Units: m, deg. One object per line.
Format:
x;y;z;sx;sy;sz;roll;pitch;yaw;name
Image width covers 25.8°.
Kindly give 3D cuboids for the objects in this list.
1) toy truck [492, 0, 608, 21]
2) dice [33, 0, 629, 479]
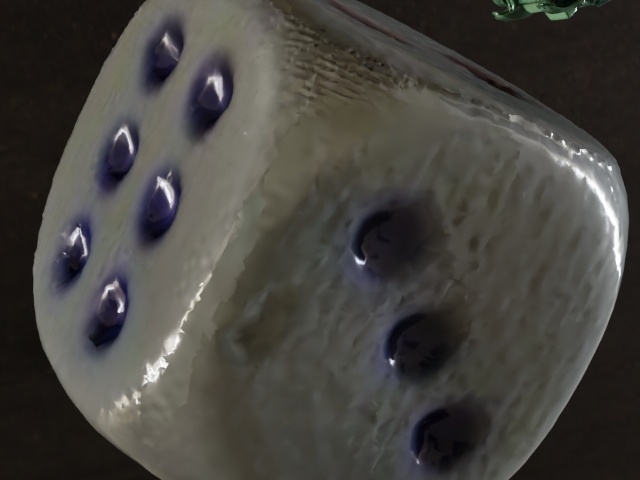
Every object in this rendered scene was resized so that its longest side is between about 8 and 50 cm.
0.199;-0.203;1.021;0.154;0.080;0.078;-44;112;-19;toy truck
0.000;0.000;0.605;0.191;0.194;0.193;21;106;-31;dice
